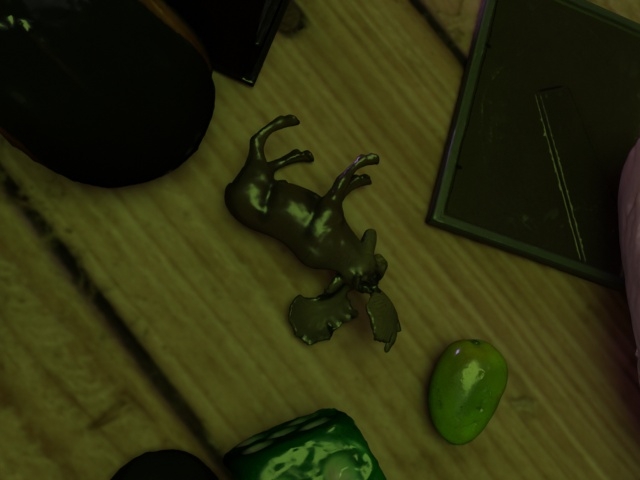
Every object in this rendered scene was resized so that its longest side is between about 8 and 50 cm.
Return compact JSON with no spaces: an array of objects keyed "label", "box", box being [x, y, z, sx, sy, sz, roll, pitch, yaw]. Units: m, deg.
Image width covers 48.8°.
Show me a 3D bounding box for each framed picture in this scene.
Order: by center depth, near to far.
[{"label":"framed picture","box":[0.273,-0.137,0.819,0.247,0.022,0.335,19,75,-10]}]

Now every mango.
[{"label":"mango","box":[0.146,0.152,0.713,0.073,0.056,0.108,15,78,-4]}]

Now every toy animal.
[{"label":"toy animal","box":[0.000,0.000,0.699,0.214,0.094,0.186,25,70,0]}]

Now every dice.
[{"label":"dice","box":[-0.008,0.226,0.621,0.120,0.131,0.129,-21,85,-16]}]

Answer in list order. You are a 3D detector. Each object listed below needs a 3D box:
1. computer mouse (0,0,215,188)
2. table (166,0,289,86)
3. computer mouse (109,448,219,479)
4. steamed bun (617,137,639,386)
[{"label":"computer mouse","box":[-0.210,-0.158,0.579,0.183,0.116,0.323,-42,134,5]},{"label":"table","box":[-0.087,-0.335,0.635,0.196,0.282,0.251,24,74,-7]},{"label":"computer mouse","box":[-0.141,0.320,0.596,0.137,0.086,0.270,6,79,-12]},{"label":"steamed bun","box":[0.512,0.067,0.685,0.371,0.290,0.456,-12,81,-19]}]
